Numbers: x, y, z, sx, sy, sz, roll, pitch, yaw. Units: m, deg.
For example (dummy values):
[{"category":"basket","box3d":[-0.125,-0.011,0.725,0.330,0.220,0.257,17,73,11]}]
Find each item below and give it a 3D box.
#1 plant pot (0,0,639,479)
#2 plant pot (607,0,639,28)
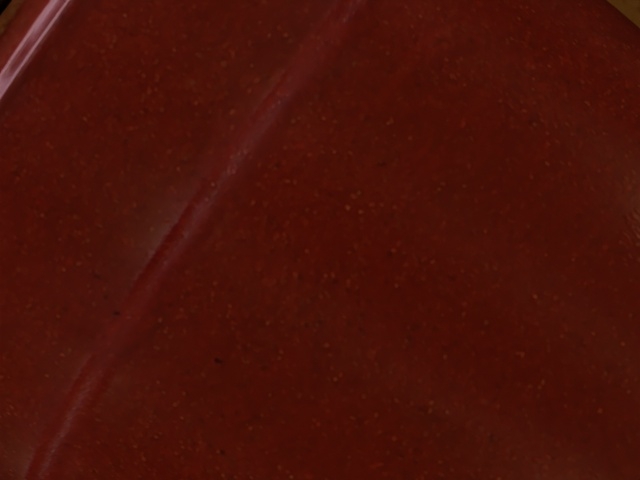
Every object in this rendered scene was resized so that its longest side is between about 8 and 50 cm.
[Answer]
[{"category":"plant pot","box3d":[0.034,0.024,0.590,0.272,0.265,0.272,-54,177,-4]},{"category":"plant pot","box3d":[0.132,-0.071,0.910,0.305,0.334,0.334,-44,-176,40]}]
